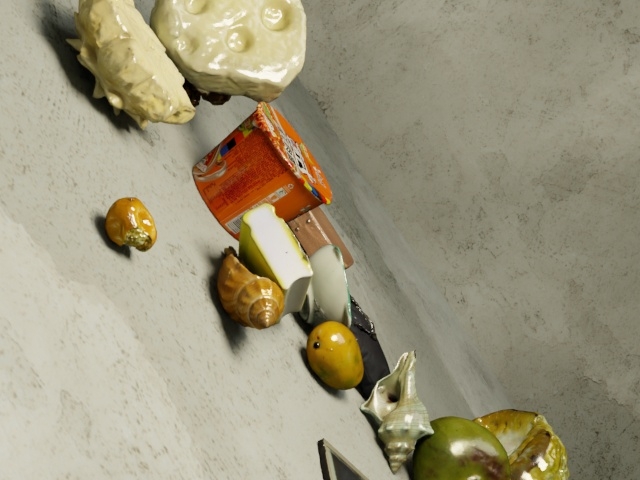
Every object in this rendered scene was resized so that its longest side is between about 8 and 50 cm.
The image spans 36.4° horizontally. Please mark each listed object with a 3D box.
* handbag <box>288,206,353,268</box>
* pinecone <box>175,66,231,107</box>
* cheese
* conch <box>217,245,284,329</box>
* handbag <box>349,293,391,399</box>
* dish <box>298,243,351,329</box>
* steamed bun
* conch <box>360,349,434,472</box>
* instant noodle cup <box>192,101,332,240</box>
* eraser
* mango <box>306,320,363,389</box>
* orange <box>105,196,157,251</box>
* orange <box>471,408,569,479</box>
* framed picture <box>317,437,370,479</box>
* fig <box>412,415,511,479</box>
[{"bbox_3d":[0.000,0.000,2.385,0.193,0.072,0.151,55,13,6],"label":"handbag"},{"bbox_3d":[-0.258,-0.405,2.086,0.243,0.243,0.257,55,18,-5],"label":"pinecone"},{"bbox_3d":[-0.174,-0.426,1.943,0.326,0.318,0.115,58,-29,-2],"label":"cheese"},{"bbox_3d":[-0.137,0.083,1.672,0.109,0.093,0.330,29,3,-26],"label":"conch"},{"bbox_3d":[0.085,0.221,2.110,0.254,0.088,0.211,-105,168,-63],"label":"handbag"},{"bbox_3d":[-0.004,0.121,1.980,0.224,0.078,0.246,-116,-157,-48],"label":"dish"},{"bbox_3d":[-0.351,-0.313,1.730,0.295,0.137,0.292,59,6,-27],"label":"steamed bun"},{"bbox_3d":[0.154,0.357,1.986,0.114,0.137,0.234,74,5,-50],"label":"conch"},{"bbox_3d":[-0.123,-0.125,1.960,0.250,0.192,0.250,52,13,-17],"label":"instant noodle cup"},{"bbox_3d":[-0.085,0.043,1.749,0.158,0.069,0.226,60,-16,15],"label":"eraser"},{"bbox_3d":[0.032,0.229,1.877,0.111,0.089,0.163,-49,126,-41],"label":"mango"},{"bbox_3d":[-0.280,-0.023,1.427,0.086,0.062,0.086,53,27,-42],"label":"orange"},{"bbox_3d":[0.443,0.532,2.205,0.210,0.271,0.369,45,9,-8],"label":"orange"},{"bbox_3d":[0.070,0.468,1.603,0.192,0.018,0.265,47,16,-31],"label":"framed picture"},{"bbox_3d":[0.280,0.464,2.022,0.203,0.203,0.225,51,-4,-21],"label":"fig"}]
